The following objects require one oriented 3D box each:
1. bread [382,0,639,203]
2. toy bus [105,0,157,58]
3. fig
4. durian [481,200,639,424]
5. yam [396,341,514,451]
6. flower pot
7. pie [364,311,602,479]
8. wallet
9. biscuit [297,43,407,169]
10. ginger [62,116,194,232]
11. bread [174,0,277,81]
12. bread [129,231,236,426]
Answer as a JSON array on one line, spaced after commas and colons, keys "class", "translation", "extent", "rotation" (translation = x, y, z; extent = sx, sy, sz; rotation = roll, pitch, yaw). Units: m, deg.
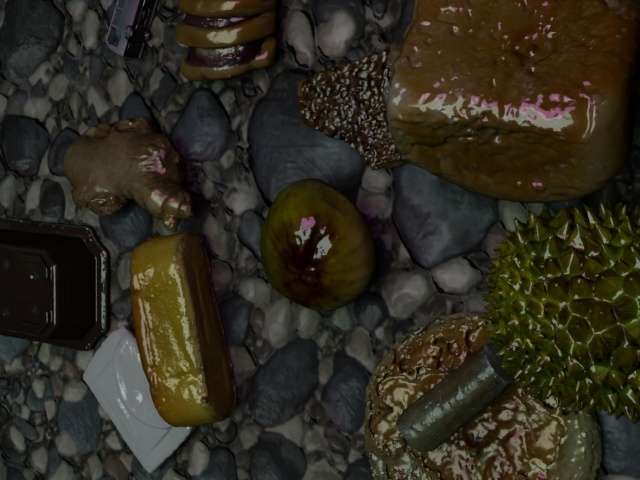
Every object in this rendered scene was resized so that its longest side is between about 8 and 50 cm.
[{"class": "bread", "translation": [0.181, -0.144, 0.982], "extent": [0.246, 0.176, 0.195], "rotation": [11, 63, 20]}, {"class": "toy bus", "translation": [-0.239, -0.302, 1.316], "extent": [0.052, 0.037, 0.130], "rotation": [30, 109, 28]}, {"class": "fig", "translation": [-0.004, 0.005, 1.152], "extent": [0.136, 0.121, 0.153], "rotation": [-8, 90, 28]}, {"class": "durian", "translation": [0.261, 0.063, 0.962], "extent": [0.237, 0.176, 0.200], "rotation": [19, 66, 38]}, {"class": "yam", "translation": [0.141, 0.165, 1.061], "extent": [0.132, 0.054, 0.054], "rotation": [-45, 72, 21]}, {"class": "flower pot", "translation": [-0.416, 0.064, 1.437], "extent": [0.251, 0.084, 0.179], "rotation": [5, 98, 31]}, {"class": "pie", "translation": [0.169, 0.210, 1.106], "extent": [0.274, 0.055, 0.274], "rotation": [1, 91, 28]}, {"class": "wallet", "translation": [-0.248, 0.213, 1.379], "extent": [0.183, 0.032, 0.124], "rotation": [50, 120, 16]}, {"class": "biscuit", "translation": [0.079, -0.148, 1.141], "extent": [0.237, 0.026, 0.131], "rotation": [-14, 86, 31]}, {"class": "ginger", "translation": [-0.240, -0.092, 1.317], "extent": [0.213, 0.074, 0.137], "rotation": [12, 93, 37]}, {"class": "bread", "translation": [-0.113, -0.299, 1.212], "extent": [0.134, 0.081, 0.225], "rotation": [11, 100, 29]}, {"class": "bread", "translation": [-0.174, 0.112, 1.285], "extent": [0.094, 0.102, 0.245], "rotation": [-12, 90, 25]}]
